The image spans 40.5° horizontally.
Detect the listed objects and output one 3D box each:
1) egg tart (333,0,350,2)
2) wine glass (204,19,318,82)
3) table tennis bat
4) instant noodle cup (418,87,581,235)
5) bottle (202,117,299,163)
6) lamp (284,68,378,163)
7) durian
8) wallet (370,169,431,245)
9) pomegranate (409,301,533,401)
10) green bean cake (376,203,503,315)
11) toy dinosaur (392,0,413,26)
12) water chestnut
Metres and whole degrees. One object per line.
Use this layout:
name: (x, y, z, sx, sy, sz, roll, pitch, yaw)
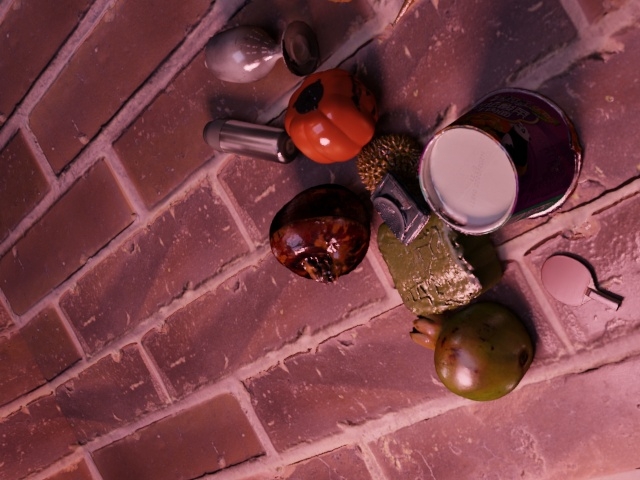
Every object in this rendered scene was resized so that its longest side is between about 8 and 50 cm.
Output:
egg tart: (-0.039, -0.576, 1.620, 0.315, 0.315, 0.120, 36, 89, 25)
wine glass: (-0.129, -0.397, 1.839, 0.241, 0.126, 0.127, 3, 111, 38)
table tennis bat: (0.475, 0.084, 1.591, 0.158, 0.014, 0.095, 31, 125, 31)
instant noodle cup: (0.303, -0.128, 1.524, 0.251, 0.190, 0.251, 18, 120, 35)
bottle: (-0.159, -0.225, 1.979, 0.253, 0.080, 0.096, 14, 156, 36)
lamp: (0.027, -0.243, 1.735, 0.187, 0.164, 0.188, -23, 51, 31)
durian: (0.152, -0.140, 1.722, 0.208, 0.102, 0.147, 2, 104, 37)
wallet: (0.148, -0.062, 1.667, 0.129, 0.026, 0.088, 53, 131, 25)
pomegranate: (0.289, 0.208, 1.713, 0.241, 0.159, 0.190, 51, 132, 16)
green bean cake: (0.234, 0.028, 1.712, 0.200, 0.113, 0.214, -22, 92, 43)
toy dinosaur: (0.187, -0.466, 1.586, 0.126, 0.039, 0.162, 17, 121, 34)
water chestnut: (0.000, 0.000, 1.831, 0.223, 0.223, 0.238, -44, 45, 44)
